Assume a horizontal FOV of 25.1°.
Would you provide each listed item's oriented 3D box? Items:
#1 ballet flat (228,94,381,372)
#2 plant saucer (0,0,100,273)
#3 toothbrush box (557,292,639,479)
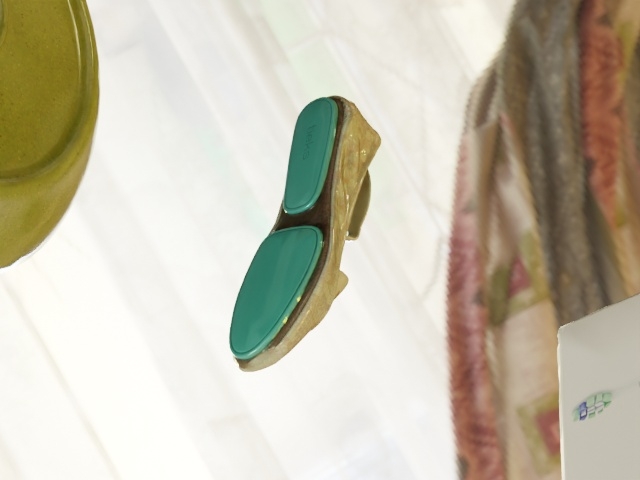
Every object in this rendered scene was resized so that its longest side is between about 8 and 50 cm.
[{"bbox_3d":[0.000,0.000,0.766,0.057,0.052,0.168,-7,-123,44],"label":"ballet flat"},{"bbox_3d":[-0.170,-0.102,0.616,0.037,0.241,0.241,-20,-175,29],"label":"plant saucer"},{"bbox_3d":[0.218,0.083,0.413,0.283,0.122,0.206,-27,-139,33],"label":"toothbrush box"}]
